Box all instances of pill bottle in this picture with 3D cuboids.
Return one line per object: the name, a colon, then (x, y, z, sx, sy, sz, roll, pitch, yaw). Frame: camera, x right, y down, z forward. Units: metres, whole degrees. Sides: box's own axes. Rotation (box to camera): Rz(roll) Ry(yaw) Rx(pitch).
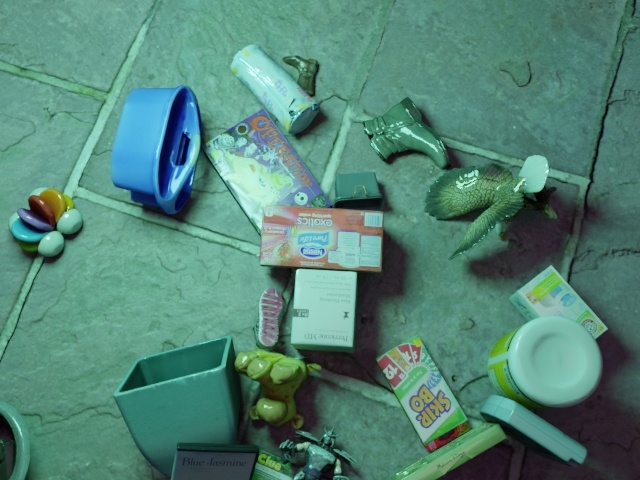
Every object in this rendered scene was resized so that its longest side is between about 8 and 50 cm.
pill bottle: (0.484, 0.283, 1.464, 0.188, 0.334, 0.188, -1, 75, 2)

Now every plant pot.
plant pot: (-0.303, 0.400, 1.517, 0.247, 0.248, 0.252, -14, 99, -2)

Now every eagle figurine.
eagle figurine: (0.437, -0.085, 1.647, 0.298, 0.226, 0.225, -10, 95, -5)

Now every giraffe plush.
giraffe plush: (-0.108, 0.365, 1.566, 0.181, 0.210, 0.170, 12, 90, 42)

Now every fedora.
fedora: (-0.794, 0.524, 1.560, 0.243, 0.124, 0.275, -25, 67, -7)

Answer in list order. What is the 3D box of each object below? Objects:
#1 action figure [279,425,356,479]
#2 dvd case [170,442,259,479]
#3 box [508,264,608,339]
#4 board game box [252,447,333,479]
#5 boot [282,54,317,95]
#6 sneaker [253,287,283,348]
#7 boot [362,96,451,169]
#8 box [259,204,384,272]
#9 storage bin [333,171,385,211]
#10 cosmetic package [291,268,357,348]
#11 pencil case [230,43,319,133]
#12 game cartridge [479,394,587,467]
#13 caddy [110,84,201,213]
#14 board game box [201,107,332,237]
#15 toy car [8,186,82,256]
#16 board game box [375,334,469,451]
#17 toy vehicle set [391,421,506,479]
action figure: (-0.028, 0.557, 1.502, 0.185, 0.099, 0.285, 20, 61, 21)
dvd case: (-0.248, 0.551, 1.470, 0.180, 0.253, 0.022, 7, 30, -14)
box: (0.583, 0.180, 1.607, 0.114, 0.103, 0.203, -36, 76, -7)
board game box: (-0.058, 0.610, 1.555, 0.259, 0.030, 0.136, 22, 79, 8)
boot: (-0.065, -0.465, 1.851, 0.106, 0.037, 0.114, 8, 80, 7)
sneaker: (-0.138, 0.202, 1.654, 0.063, 0.075, 0.170, 16, 52, -19)
boot: (0.230, -0.257, 1.766, 0.161, 0.083, 0.246, -33, 70, 1)
box: (0.000, 0.000, 1.634, 0.300, 0.142, 0.154, 3, 85, -5)
storage bin: (0.096, -0.131, 1.721, 0.135, 0.098, 0.091, -5, 65, -5)
cosmetic package: (0.013, 0.177, 1.607, 0.151, 0.151, 0.184, 2, 75, 4)
pencil case: (-0.128, -0.416, 1.794, 0.273, 0.124, 0.113, 48, 121, 15)
game cartridge: (0.455, 0.417, 1.448, 0.196, 0.294, 0.060, 29, 80, 9)
caddy: (-0.401, -0.239, 1.698, 0.179, 0.241, 0.341, 6, 75, 11)
board game box: (-0.147, -0.170, 1.767, 0.208, 0.056, 0.347, -33, 76, -11)
toy car: (-0.736, -0.057, 1.712, 0.159, 0.136, 0.182, 34, 79, 11)
board game box: (0.252, 0.377, 1.605, 0.124, 0.039, 0.259, -29, 78, -5)
toy vehicle set: (0.290, 0.501, 1.498, 0.267, 0.166, 0.035, -28, 76, -6)
